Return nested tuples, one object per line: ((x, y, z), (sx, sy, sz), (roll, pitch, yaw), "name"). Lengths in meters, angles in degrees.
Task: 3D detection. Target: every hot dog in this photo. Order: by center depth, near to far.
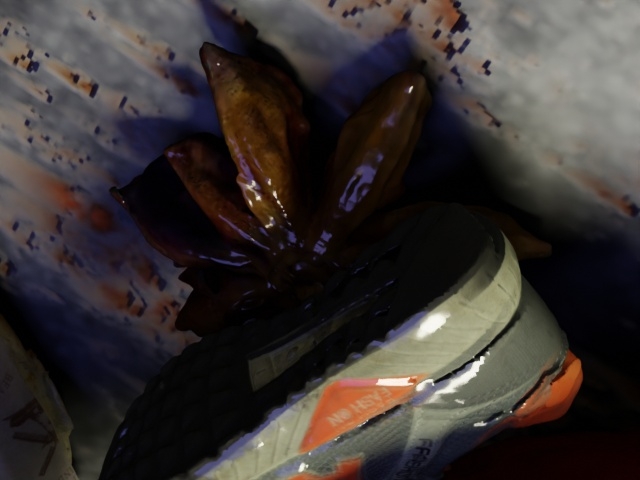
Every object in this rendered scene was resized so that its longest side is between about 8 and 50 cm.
((-0.163, 0.073, 0.810), (0.099, 0.053, 0.192), (0, 135, 27), "hot dog")

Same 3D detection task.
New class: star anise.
((-0.001, 0.000, 0.654), (0.168, 0.057, 0.168), (15, 137, 15), "star anise")

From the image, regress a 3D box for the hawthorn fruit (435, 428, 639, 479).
((0.095, 0.183, 0.633), (0.265, 0.265, 0.307), (17, 134, 12), "hawthorn fruit")

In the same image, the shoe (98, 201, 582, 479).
((0.003, 0.064, 0.624), (0.194, 0.074, 0.077), (-34, 117, 31), "shoe")
